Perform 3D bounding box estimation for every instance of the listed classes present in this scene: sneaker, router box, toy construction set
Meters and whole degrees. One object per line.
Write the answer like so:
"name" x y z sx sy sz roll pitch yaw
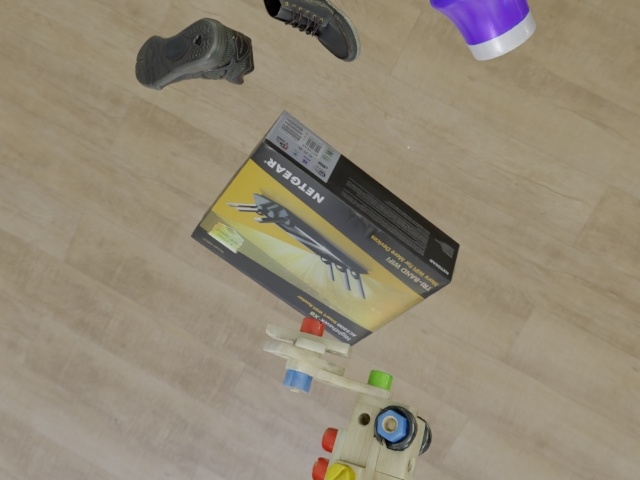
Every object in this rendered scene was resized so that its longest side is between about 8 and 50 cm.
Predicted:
"sneaker" -0.022 -0.435 1.227 0.222 0.118 0.083 51 144 3
"router box" 0.000 0.000 0.874 0.309 0.081 0.243 36 136 -11
"toy construction set" 0.002 0.260 0.713 0.215 0.151 0.328 6 84 31
"sneaker" -0.191 -0.279 0.962 0.227 0.130 0.087 -4 85 40

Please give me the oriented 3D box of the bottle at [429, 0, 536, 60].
"bottle" 0.110 -0.301 0.556 0.092 0.118 0.283 -47 118 -19
